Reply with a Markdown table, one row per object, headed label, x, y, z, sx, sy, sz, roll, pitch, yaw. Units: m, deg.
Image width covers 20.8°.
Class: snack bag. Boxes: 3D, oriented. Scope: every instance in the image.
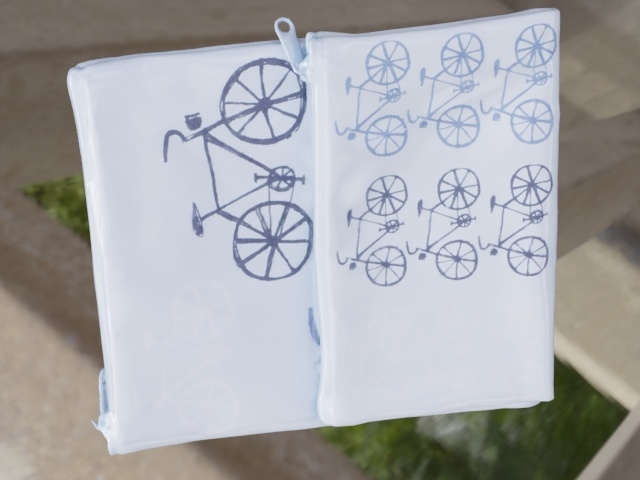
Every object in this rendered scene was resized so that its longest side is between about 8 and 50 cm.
| label | x | y | z | sx | sy | sz | roll | pitch | yaw |
| --- | --- | --- | --- | --- | --- | --- | --- | --- | --- |
| snack bag | 0.000 | 0.000 | 1.218 | 0.342 | 0.037 | 0.323 | -5 | 118 | -7 |
